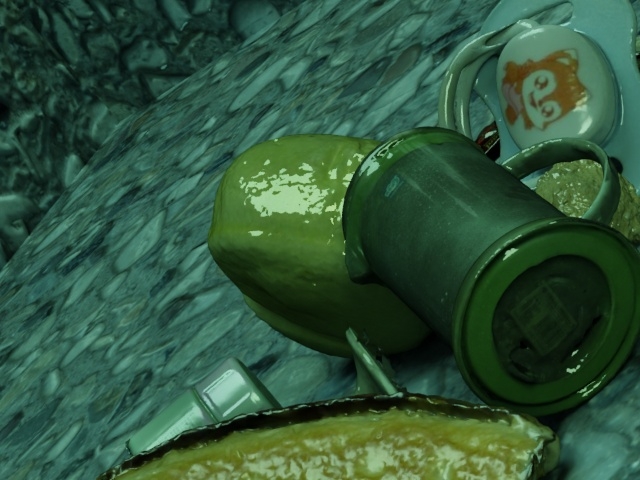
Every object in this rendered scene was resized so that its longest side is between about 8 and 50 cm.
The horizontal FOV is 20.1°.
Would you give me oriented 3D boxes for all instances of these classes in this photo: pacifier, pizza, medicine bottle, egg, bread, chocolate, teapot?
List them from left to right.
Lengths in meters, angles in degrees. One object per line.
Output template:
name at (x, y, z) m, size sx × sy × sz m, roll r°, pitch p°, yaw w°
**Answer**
medicine bottle at (-0.128, 0.234, 2.144) m, size 0.168 × 0.135 × 0.135 m, roll -42°, pitch 16°, yaw 0°
bread at (0.032, -0.008, 2.116) m, size 0.320 × 0.320 × 0.237 m, roll -18°, pitch 48°, yaw 54°
pizza at (0.031, 0.258, 1.622) m, size 0.392 × 0.080 × 0.435 m, roll -33°, pitch 47°, yaw -11°
teapot at (0.176, -0.005, 1.811) m, size 0.270 × 0.200 × 0.337 m, roll -42°, pitch 31°, yaw -2°
chocolate at (0.244, -0.146, 2.478) m, size 0.182 × 0.028 × 0.086 m, roll -41°, pitch 19°, yaw -7°
pacifier at (0.294, -0.152, 2.102) m, size 0.244 × 0.299 × 0.233 m, roll -23°, pitch -17°, yaw 32°
egg at (0.281, -0.025, 1.924) m, size 0.118 × 0.116 × 0.140 m, roll -13°, pitch 58°, yaw 29°

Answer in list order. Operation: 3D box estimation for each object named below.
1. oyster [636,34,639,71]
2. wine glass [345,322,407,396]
oyster at (0.397, -0.227, 2.298) m, size 0.108 × 0.053 × 0.166 m, roll -29°, pitch 1°, yaw -31°
wine glass at (-0.046, 0.253, 1.833) m, size 0.357 × 0.190 × 0.190 m, roll -37°, pitch 16°, yaw 3°
